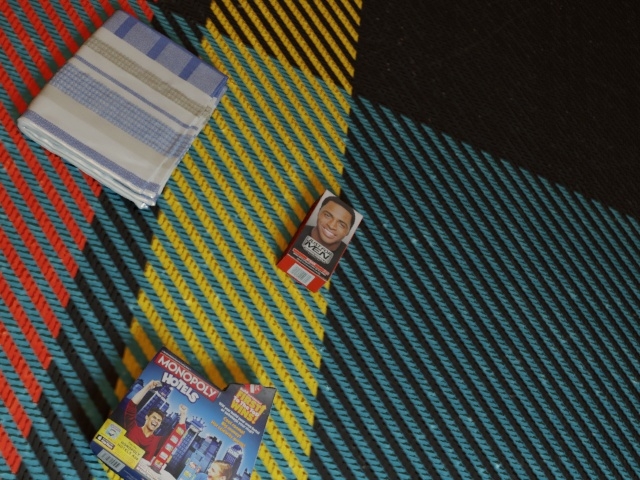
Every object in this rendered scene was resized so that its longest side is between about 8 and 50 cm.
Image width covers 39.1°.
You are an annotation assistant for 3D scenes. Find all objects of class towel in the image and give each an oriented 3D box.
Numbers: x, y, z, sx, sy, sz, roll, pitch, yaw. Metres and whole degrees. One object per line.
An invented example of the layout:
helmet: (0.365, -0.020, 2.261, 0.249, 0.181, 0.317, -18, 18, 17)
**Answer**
towel: (-0.265, -0.191, 1.264, 0.209, 0.034, 0.285, 32, 50, -9)

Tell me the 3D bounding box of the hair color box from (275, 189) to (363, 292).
hair color box: (0.000, 0.000, 1.303, 0.072, 0.043, 0.141, 35, 50, -8)

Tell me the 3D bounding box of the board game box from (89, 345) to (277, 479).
board game box: (-0.145, 0.227, 1.074, 0.194, 0.060, 0.194, 39, 49, -6)
